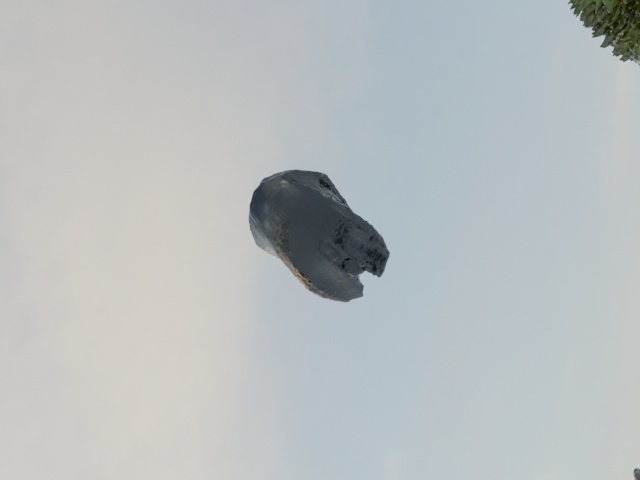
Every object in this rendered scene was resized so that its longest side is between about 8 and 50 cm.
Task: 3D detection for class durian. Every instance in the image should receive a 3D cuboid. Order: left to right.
[{"bbox_3d":[0.299,-0.215,1.548,0.221,0.137,0.095,14,-105,-69],"label":"durian"}]

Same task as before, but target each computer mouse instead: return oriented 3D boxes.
[{"bbox_3d":[0.000,0.000,1.279,0.079,0.047,0.135,-45,-64,7],"label":"computer mouse"}]

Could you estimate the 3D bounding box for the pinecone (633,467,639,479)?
[{"bbox_3d":[0.501,0.340,1.975,0.224,0.272,0.224,-19,-90,-81],"label":"pinecone"}]
